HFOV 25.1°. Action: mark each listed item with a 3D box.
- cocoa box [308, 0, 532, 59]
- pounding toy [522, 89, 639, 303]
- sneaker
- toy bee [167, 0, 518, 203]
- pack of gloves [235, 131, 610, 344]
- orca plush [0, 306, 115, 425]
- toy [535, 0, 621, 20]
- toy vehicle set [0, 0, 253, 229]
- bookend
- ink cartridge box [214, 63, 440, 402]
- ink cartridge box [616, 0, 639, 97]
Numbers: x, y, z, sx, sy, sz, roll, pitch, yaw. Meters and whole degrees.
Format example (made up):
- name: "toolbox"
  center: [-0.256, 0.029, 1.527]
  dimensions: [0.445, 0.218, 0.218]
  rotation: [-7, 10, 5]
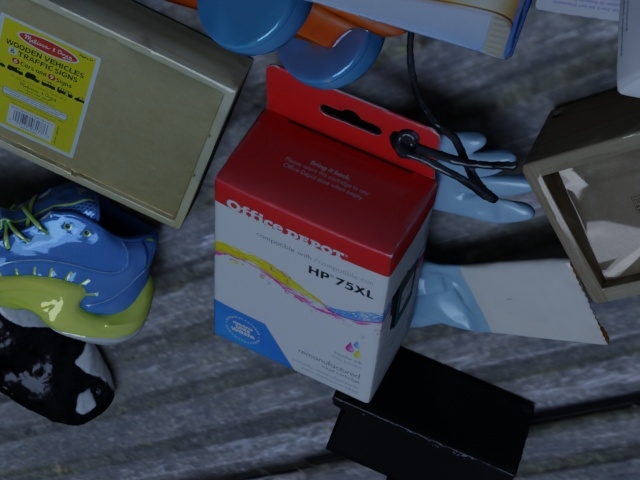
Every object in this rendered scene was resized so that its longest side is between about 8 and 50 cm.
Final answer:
- name: "cocoa box"
  center: [-0.032, -0.273, 0.631]
  dimensions: [0.347, 0.231, 0.228]
  rotation: [18, 141, 5]
- name: "pounding toy"
  center: [0.210, -0.027, 0.916]
  dimensions: [0.130, 0.100, 0.141]
  rotation: [-15, 117, 35]
- name: "sneaker"
  center: [-0.236, -0.004, 1.117]
  dimensions: [0.240, 0.091, 0.126]
  rotation: [15, 114, -23]
- name: "toy bee"
  center: [0.018, -0.161, 0.807]
  dimensions: [0.298, 0.195, 0.162]
  rotation: [31, 98, 14]
- name: "pack of gloves"
  center: [0.079, -0.011, 1.032]
  dimensions: [0.232, 0.046, 0.195]
  rotation: [0, 135, 39]
- name: "orca plush"
  center: [-0.281, 0.078, 1.232]
  dimensions: [0.151, 0.102, 0.287]
  rotation: [1, 135, 23]
- name: "toy"
  center: [0.204, -0.216, 0.716]
  dimensions: [0.137, 0.056, 0.237]
  rotation: [8, 133, -8]
- name: "toy vehicle set"
  center: [-0.195, -0.121, 1.025]
  dimensions: [0.267, 0.035, 0.166]
  rotation: [26, 140, -4]
- name: "bookend"
  center: [0.073, 0.172, 1.199]
  dimensions: [0.156, 0.072, 0.157]
  rotation: [23, 141, 1]
- name: "ink cartridge box"
  center: [0.000, 0.000, 0.998]
  dimensions: [0.134, 0.078, 0.231]
  rotation: [23, 144, 14]
- name: "ink cartridge box"
  center: [0.247, -0.120, 0.635]
  dimensions: [0.159, 0.092, 0.218]
  rotation: [8, 171, -10]
